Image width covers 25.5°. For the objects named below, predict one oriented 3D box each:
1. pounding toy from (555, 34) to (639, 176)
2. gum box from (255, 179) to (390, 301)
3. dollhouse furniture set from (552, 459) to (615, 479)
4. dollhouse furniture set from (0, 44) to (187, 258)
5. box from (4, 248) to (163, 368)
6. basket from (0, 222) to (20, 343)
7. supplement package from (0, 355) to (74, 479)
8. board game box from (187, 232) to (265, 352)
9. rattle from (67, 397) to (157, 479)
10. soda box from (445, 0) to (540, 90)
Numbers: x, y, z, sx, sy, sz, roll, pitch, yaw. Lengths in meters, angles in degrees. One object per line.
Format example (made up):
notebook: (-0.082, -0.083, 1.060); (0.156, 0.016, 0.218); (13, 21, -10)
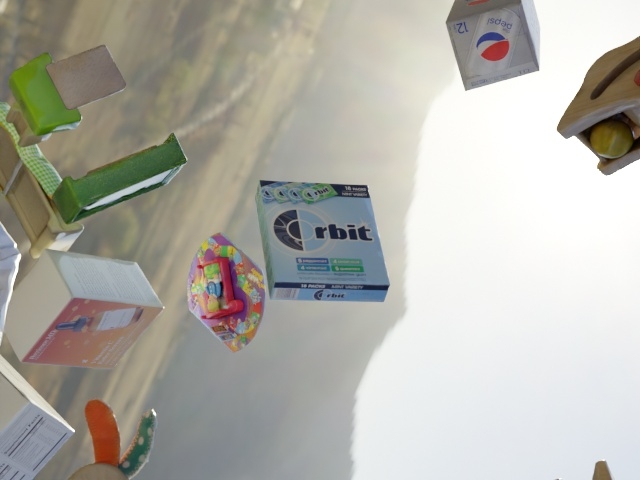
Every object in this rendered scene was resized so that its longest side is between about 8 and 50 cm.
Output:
pounding toy: (0.375, -0.121, 1.350); (0.269, 0.155, 0.154); (-26, -147, 45)
gum box: (0.000, 0.000, 1.905); (0.041, 0.157, 0.184); (107, -21, -47)
dollhouse furniture set: (0.494, 0.395, 1.615); (0.362, 0.256, 0.394); (-24, -166, 10)
dollhouse furniture set: (-0.321, -0.116, 1.840); (0.151, 0.197, 0.301); (-26, 176, -26)
box: (-0.323, 0.095, 1.903); (0.170, 0.091, 0.130); (10, 128, -51)
basket: (-0.444, 0.004, 1.127); (0.266, 0.328, 0.331); (-28, -158, 7)
supplement package: (-0.585, 0.297, 2.366); (0.204, 0.262, 0.145); (-49, 144, -7)
board game box: (-0.142, 0.070, 1.957); (0.033, 0.169, 0.133); (-1, 121, -44)
rattle: (-0.162, 0.250, 1.164); (0.142, 0.130, 0.199); (65, 4, -47)
soda box: (0.224, -0.272, 1.805); (0.286, 0.098, 0.091); (-66, 140, -70)
